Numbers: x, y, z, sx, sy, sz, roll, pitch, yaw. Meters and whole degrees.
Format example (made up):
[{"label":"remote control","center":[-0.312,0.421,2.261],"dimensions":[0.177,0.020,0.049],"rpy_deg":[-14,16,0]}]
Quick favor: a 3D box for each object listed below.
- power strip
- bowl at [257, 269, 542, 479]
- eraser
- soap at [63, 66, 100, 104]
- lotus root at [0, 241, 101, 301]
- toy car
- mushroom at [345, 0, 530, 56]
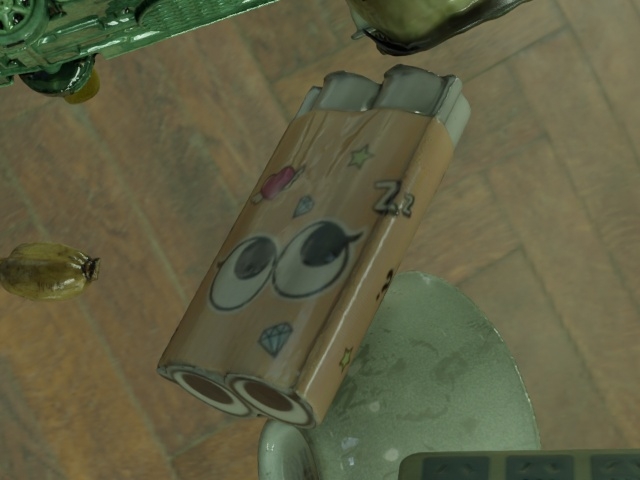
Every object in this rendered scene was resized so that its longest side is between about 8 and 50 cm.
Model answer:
[{"label":"power strip","center":[0.170,0.177,0.898],"dimensions":[0.271,0.118,0.046],"rpy_deg":[-2,113,9]},{"label":"bowl","center":[0.036,0.189,1.208],"dimensions":[0.146,0.313,0.313],"rpy_deg":[-7,83,-29]},{"label":"eraser","center":[0.000,0.000,1.143],"dimensions":[0.087,0.171,0.290],"rpy_deg":[46,61,-36]},{"label":"soap","center":[-0.195,-0.141,1.125],"dimensions":[0.034,0.089,0.012],"rpy_deg":[-32,49,-15]},{"label":"lotus root","center":[-0.309,0.037,1.609],"dimensions":[0.072,0.152,0.063],"rpy_deg":[-64,147,-38]},{"label":"toy car","center":[-0.063,-0.119,0.574],"dimensions":[0.224,0.090,0.076],"rpy_deg":[-18,81,1]},{"label":"mushroom","center":[0.093,-0.243,0.926],"dimensions":[0.164,0.190,0.267],"rpy_deg":[57,44,-15]}]
